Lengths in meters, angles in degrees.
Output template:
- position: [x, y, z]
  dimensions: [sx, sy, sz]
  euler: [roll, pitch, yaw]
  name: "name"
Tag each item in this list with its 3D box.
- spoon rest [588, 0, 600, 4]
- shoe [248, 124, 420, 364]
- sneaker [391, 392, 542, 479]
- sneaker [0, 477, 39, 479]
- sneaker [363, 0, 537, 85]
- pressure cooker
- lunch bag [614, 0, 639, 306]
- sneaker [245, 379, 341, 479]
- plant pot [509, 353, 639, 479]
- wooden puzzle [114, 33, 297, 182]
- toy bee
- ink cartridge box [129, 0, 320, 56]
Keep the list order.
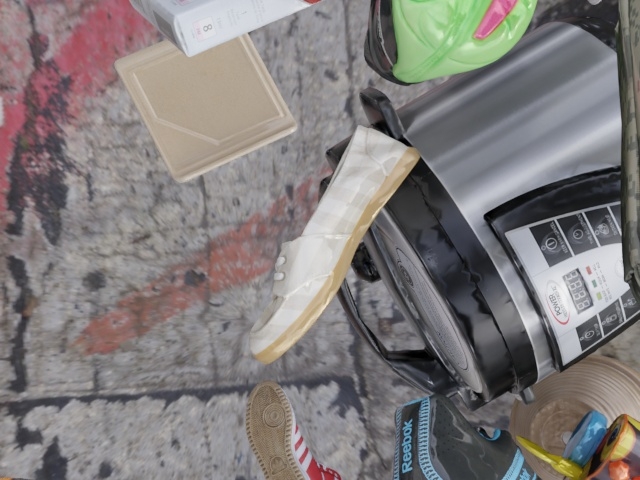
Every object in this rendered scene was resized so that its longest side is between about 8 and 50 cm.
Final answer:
- position: [0.436, -0.476, 1.343]
  dimensions: [0.084, 0.137, 0.276]
  euler: [13, 94, 0]
  name: "spoon rest"
- position: [0.000, 0.000, 0.756]
  dimensions: [0.058, 0.076, 0.219]
  euler: [36, 73, -7]
  name: "shoe"
- position: [0.172, 0.233, 0.812]
  dimensions: [0.125, 0.341, 0.140]
  euler: [-22, 55, 24]
  name: "sneaker"
- position: [-0.441, 0.470, 1.455]
  dimensions: [0.099, 0.262, 0.121]
  euler: [-2, 44, 19]
  name: "sneaker"
- position: [0.148, -0.362, 0.936]
  dimensions: [0.185, 0.202, 0.483]
  euler: [32, 67, -15]
  name: "sneaker"
- position: [0.214, -0.014, 1.108]
  dimensions: [0.420, 0.375, 0.370]
  euler: [-29, 68, -3]
  name: "pressure cooker"
- position: [0.312, -0.093, 0.617]
  dimensions: [0.212, 0.256, 0.305]
  euler: [0, 77, 15]
  name: "lunch bag"
- position: [-0.020, 0.172, 0.748]
  dimensions: [0.042, 0.067, 0.118]
  euler: [-26, 66, 17]
  name: "sneaker"
- position: [0.379, 0.284, 1.359]
  dimensions: [0.237, 0.110, 0.237]
  euler: [-4, 82, 31]
  name: "plant pot"
- position: [-0.184, -0.230, 1.506]
  dimensions: [0.221, 0.044, 0.239]
  euler: [-26, 79, -15]
  name: "wooden puzzle"
- position: [0.305, 0.241, 1.000]
  dimensions: [0.195, 0.162, 0.298]
  euler: [11, 109, 18]
  name: "toy bee"
- position: [-0.089, -0.300, 1.063]
  dimensions: [0.232, 0.189, 0.066]
  euler: [-29, 129, -13]
  name: "ink cartridge box"
